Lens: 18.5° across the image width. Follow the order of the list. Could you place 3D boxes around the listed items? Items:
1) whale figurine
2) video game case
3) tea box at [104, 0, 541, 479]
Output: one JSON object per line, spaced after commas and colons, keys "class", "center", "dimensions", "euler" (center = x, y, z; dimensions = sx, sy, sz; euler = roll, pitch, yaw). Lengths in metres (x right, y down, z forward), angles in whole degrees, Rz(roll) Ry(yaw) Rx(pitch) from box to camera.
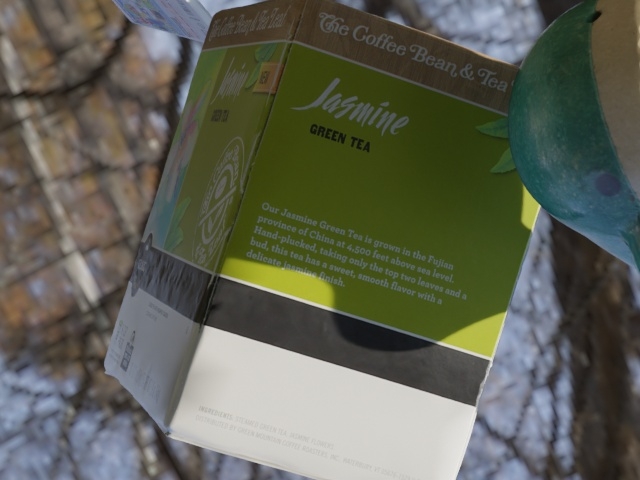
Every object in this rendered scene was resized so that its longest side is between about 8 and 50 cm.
{"class": "whale figurine", "center": [0.218, -0.034, 1.291], "dimensions": [0.141, 0.272, 0.216], "euler": [-17, -147, 27]}
{"class": "video game case", "center": [-0.149, -0.216, 1.814], "dimensions": [0.122, 0.087, 0.011], "euler": [19, -107, 34]}
{"class": "tea box", "center": [0.000, 0.000, 1.496], "dimensions": [0.329, 0.220, 0.323], "euler": [-167, -85, -75]}
